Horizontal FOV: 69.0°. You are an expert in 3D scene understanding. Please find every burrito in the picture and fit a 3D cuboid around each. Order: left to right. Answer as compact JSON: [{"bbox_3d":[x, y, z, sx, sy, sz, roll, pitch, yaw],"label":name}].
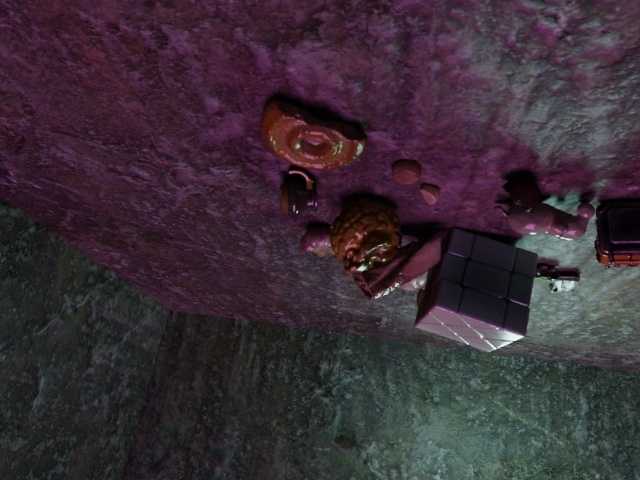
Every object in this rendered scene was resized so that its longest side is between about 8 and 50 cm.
[{"bbox_3d":[0.284,0.090,1.669,0.331,0.135,0.190,-27,179,-3],"label":"burrito"}]

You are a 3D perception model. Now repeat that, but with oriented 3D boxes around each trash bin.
[{"bbox_3d":[0.899,0.005,1.378,0.161,0.184,0.238,-1,161,25],"label":"trash bin"}]

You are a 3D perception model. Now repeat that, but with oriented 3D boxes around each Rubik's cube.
[{"bbox_3d":[0.558,0.190,1.708,0.321,0.316,0.319,17,158,5],"label":"Rubik's cube"}]

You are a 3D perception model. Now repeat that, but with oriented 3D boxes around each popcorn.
[{"bbox_3d":[0.146,-0.006,1.549,0.236,0.252,0.206,6,160,-2],"label":"popcorn"}]

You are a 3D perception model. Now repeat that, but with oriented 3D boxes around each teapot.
[{"bbox_3d":[-0.068,-0.153,1.477,0.119,0.130,0.166,-3,126,-7],"label":"teapot"}]

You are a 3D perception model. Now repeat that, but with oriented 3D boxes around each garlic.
[{"bbox_3d":[0.000,0.000,1.820,0.159,0.102,0.147,3,146,-16],"label":"garlic"},{"bbox_3d":[0.337,-0.142,1.425,0.053,0.041,0.083,6,153,43],"label":"garlic"}]

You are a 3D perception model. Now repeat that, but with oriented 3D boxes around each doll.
[{"bbox_3d":[0.658,-0.057,1.373,0.275,0.113,0.155,2,-169,18],"label":"doll"}]

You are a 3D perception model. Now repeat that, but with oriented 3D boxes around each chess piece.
[{"bbox_3d":[0.246,-0.195,1.334,0.083,0.038,0.084,8,155,4],"label":"chess piece"}]

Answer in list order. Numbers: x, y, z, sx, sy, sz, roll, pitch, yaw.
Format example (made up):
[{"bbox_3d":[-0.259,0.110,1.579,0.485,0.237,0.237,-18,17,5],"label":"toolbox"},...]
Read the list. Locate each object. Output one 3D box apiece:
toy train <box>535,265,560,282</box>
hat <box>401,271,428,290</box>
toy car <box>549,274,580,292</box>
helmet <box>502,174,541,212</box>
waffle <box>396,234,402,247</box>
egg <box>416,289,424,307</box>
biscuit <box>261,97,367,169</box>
[{"bbox_3d":[0.834,0.123,1.827,0.202,0.060,0.081,13,163,-5],"label":"toy train"},{"bbox_3d":[0.340,0.147,1.988,0.226,0.164,0.219,-6,162,-21],"label":"hat"},{"bbox_3d":[1.002,0.186,1.916,0.095,0.056,0.205,0,155,18],"label":"toy car"},{"bbox_3d":[0.567,-0.135,1.290,0.123,0.098,0.070,20,125,-33],"label":"helmet"},{"bbox_3d":[0.195,-0.013,1.780,0.237,0.059,0.243,2,159,8],"label":"waffle"},{"bbox_3d":[0.570,0.258,2.052,0.295,0.218,0.218,-15,148,27],"label":"egg"},{"bbox_3d":[-0.024,-0.259,1.221,0.274,0.091,0.213,11,156,-10],"label":"biscuit"}]
